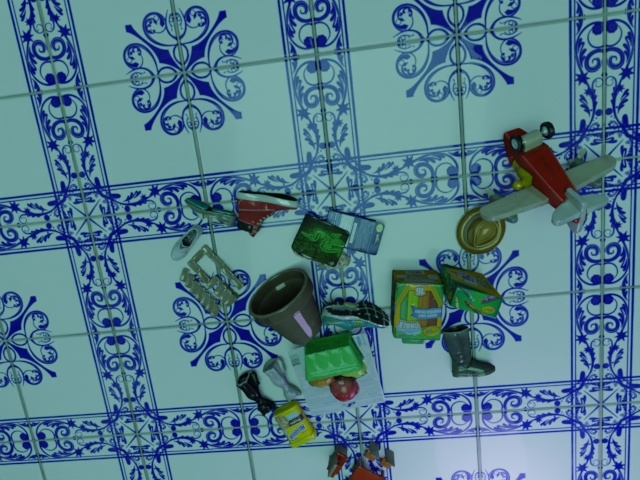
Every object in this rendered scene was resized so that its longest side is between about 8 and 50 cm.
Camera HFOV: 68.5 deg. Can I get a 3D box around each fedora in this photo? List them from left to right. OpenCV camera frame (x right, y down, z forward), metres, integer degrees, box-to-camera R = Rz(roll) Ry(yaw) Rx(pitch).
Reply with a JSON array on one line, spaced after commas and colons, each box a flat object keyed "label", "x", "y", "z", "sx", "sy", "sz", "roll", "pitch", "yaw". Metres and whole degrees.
[{"label": "fedora", "x": 0.612, "y": -0.031, "z": 1.771, "sx": 0.195, "sy": 0.079, "sz": 0.194, "roll": 1, "pitch": 103, "yaw": 4}]

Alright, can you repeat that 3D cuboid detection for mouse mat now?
[{"label": "mouse mat", "x": 0.000, "y": 0.000, "z": 1.800, "sx": 0.190, "sy": 0.007, "sz": 0.152, "roll": 24, "pitch": 85, "yaw": 0}]

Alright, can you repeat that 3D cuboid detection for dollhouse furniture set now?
[{"label": "dollhouse furniture set", "x": 0.161, "y": 0.999, "z": 2.010, "sx": 0.259, "sy": 0.135, "sz": 0.262, "roll": 28, "pitch": 103, "yaw": -3}]

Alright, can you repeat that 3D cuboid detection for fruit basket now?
[{"label": "fruit basket", "x": 0.071, "y": 0.552, "z": 1.929, "sx": 0.327, "sy": 0.165, "sz": 0.353, "roll": -15, "pitch": 117, "yaw": 8}]

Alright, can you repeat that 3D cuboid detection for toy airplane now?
[{"label": "toy airplane", "x": 0.784, "y": -0.184, "z": 1.628, "sx": 0.386, "sy": 0.272, "sz": 0.384, "roll": 19, "pitch": 72, "yaw": 13}]

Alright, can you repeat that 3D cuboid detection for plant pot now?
[{"label": "plant pot", "x": -0.110, "y": 0.278, "z": 1.824, "sx": 0.263, "sy": 0.263, "sz": 0.229, "roll": -27, "pitch": 116, "yaw": 10}]

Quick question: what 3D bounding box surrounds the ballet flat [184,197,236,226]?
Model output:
[{"label": "ballet flat", "x": -0.435, "y": -0.104, "z": 1.835, "sx": 0.213, "sy": 0.072, "sz": 0.068, "roll": 18, "pitch": 108, "yaw": -1}]

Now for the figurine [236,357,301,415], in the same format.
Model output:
[{"label": "figurine", "x": -0.210, "y": 0.626, "z": 1.985, "sx": 0.215, "sy": 0.092, "sz": 0.209, "roll": -29, "pitch": 107, "yaw": 9}]

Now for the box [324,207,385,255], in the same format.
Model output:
[{"label": "box", "x": 0.126, "y": -0.031, "z": 1.827, "sx": 0.225, "sy": 0.036, "sz": 0.136, "roll": 15, "pitch": 104, "yaw": 3}]

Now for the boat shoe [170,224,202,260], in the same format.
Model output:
[{"label": "boat shoe", "x": -0.538, "y": 0.015, "z": 1.872, "sx": 0.184, "sy": 0.063, "sz": 0.066, "roll": -42, "pitch": 97, "yaw": 11}]

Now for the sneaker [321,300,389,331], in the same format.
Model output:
[{"label": "sneaker", "x": 0.139, "y": 0.309, "z": 1.881, "sx": 0.276, "sy": 0.107, "sz": 0.110, "roll": 9, "pitch": 129, "yaw": -6}]

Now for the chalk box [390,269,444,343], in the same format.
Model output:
[{"label": "chalk box", "x": 0.365, "y": 0.274, "z": 1.807, "sx": 0.180, "sy": 0.179, "sz": 0.288, "roll": 0, "pitch": 103, "yaw": 4}]

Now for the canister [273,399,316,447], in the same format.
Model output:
[{"label": "canister", "x": -0.112, "y": 0.785, "z": 2.014, "sx": 0.126, "sy": 0.073, "sz": 0.169, "roll": -29, "pitch": 98, "yaw": 9}]

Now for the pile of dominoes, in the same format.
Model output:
[{"label": "pile of dominoes", "x": -0.446, "y": 0.167, "z": 1.927, "sx": 0.196, "sy": 0.040, "sz": 0.251, "roll": -43, "pitch": 88, "yaw": 12}]

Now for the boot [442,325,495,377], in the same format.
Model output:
[{"label": "boot", "x": 0.599, "y": 0.442, "z": 1.893, "sx": 0.190, "sy": 0.076, "sz": 0.208, "roll": -9, "pitch": 95, "yaw": 4}]

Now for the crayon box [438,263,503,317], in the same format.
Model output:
[{"label": "crayon box", "x": 0.539, "y": 0.178, "z": 1.722, "sx": 0.166, "sy": 0.278, "sz": 0.081, "roll": 15, "pitch": 104, "yaw": 0}]

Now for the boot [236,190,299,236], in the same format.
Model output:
[{"label": "boot", "x": -0.205, "y": -0.094, "z": 1.816, "sx": 0.244, "sy": 0.088, "sz": 0.176, "roll": 6, "pitch": 105, "yaw": 9}]

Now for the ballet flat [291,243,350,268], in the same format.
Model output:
[{"label": "ballet flat", "x": -0.001, "y": 0.064, "z": 1.838, "sx": 0.241, "sy": 0.077, "sz": 0.091, "roll": 15, "pitch": 103, "yaw": 0}]
